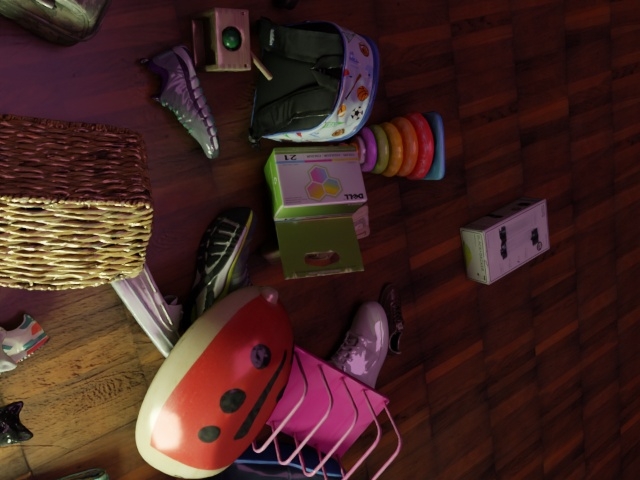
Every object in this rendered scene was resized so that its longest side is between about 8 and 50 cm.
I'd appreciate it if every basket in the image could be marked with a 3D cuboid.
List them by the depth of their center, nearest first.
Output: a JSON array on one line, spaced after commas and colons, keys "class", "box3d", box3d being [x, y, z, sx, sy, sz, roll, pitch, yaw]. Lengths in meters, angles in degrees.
[{"class": "basket", "box3d": [-0.445, -0.060, 1.054, 0.299, 0.223, 0.213, 1, 133, -24]}]

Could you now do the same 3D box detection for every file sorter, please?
[{"class": "file sorter", "box3d": [0.007, 0.412, 1.389, 0.290, 0.182, 0.202, 34, 102, -22]}]

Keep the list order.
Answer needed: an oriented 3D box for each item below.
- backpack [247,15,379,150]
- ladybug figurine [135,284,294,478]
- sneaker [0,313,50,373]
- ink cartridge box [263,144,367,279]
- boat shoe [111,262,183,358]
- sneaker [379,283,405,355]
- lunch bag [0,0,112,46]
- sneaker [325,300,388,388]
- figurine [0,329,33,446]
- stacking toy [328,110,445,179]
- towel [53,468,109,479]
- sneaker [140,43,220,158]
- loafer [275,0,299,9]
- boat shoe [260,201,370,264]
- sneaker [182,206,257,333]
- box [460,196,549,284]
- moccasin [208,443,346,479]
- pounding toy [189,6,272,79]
[{"class": "backpack", "box3d": [-0.004, -0.312, 1.260, 0.213, 0.263, 0.276, -1, 99, -36]}, {"class": "ladybug figurine", "box3d": [-0.187, 0.294, 1.236, 0.305, 0.162, 0.449, 4, 117, -56]}, {"class": "sneaker", "box3d": [-0.563, 0.192, 1.090, 0.161, 0.057, 0.075, -34, 96, -21]}, {"class": "ink cartridge box", "box3d": [0.000, -0.061, 1.306, 0.189, 0.097, 0.255, -5, 73, -19]}, {"class": "boat shoe", "box3d": [-0.316, 0.143, 1.234, 0.088, 0.096, 0.267, -37, 111, -20]}, {"class": "sneaker", "box3d": [0.196, 0.209, 1.631, 0.066, 0.071, 0.188, -4, 102, -36]}, {"class": "lunch bag", "box3d": [-0.380, -0.477, 0.954, 0.212, 0.256, 0.305, 28, 82, -37]}, {"class": "sneaker", "box3d": [0.064, 0.291, 1.529, 0.169, 0.108, 0.292, 5, 98, -40]}, {"class": "figurine", "box3d": [-0.594, 0.254, 1.011, 0.209, 0.092, 0.215, -8, 104, -15]}, {"class": "stacking toy", "box3d": [0.131, -0.213, 1.471, 0.302, 0.175, 0.166, -8, 98, -21]}, {"class": "towel", "box3d": [-0.538, 0.643, 1.201, 0.271, 0.040, 0.370, -5, 102, -35]}, {"class": "sneaker", "box3d": [-0.268, -0.257, 1.209, 0.098, 0.083, 0.224, -20, 108, -10]}, {"class": "loafer", "box3d": [-0.017, -0.568, 1.313, 0.078, 0.080, 0.220, 35, 78, -35]}, {"class": "boat shoe", "box3d": [0.000, 0.000, 1.427, 0.302, 0.109, 0.098, -27, 113, -35]}, {"class": "sneaker", "box3d": [-0.192, 0.074, 1.314, 0.121, 0.111, 0.300, 17, 93, -50]}, {"class": "box", "box3d": [0.546, -0.006, 1.836, 0.290, 0.087, 0.169, -25, 113, -31]}, {"class": "moccasin", "box3d": [-0.105, 0.548, 1.461, 0.342, 0.138, 0.117, 17, 94, -23]}, {"class": "pounding toy", "box3d": [-0.172, -0.372, 1.200, 0.100, 0.141, 0.130, -11, 105, -35]}]
